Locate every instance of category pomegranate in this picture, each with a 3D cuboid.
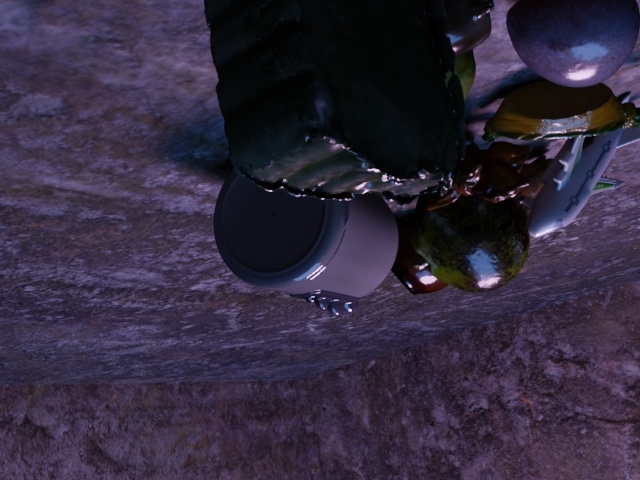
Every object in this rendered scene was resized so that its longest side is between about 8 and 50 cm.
[{"bbox_3d":[0.278,-0.049,1.427,0.204,0.277,0.222,21,170,29],"label":"pomegranate"}]

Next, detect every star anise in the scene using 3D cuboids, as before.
[{"bbox_3d":[0.216,-0.107,1.229,0.196,0.111,0.212,-2,176,14],"label":"star anise"}]

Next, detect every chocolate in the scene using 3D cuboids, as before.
[{"bbox_3d":[0.214,0.022,1.657,0.176,0.177,0.177,-10,163,-3],"label":"chocolate"}]

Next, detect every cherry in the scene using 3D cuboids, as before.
[{"bbox_3d":[0.286,-0.248,0.887,0.148,0.115,0.188,28,153,4],"label":"cherry"}]

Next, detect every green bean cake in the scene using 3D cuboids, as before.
[{"bbox_3d":[0.016,-0.158,0.733,0.132,0.255,0.241,-20,166,35],"label":"green bean cake"}]

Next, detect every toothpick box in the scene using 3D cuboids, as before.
[{"bbox_3d":[0.000,0.000,1.277,0.229,0.229,0.316,-18,163,22],"label":"toothpick box"}]

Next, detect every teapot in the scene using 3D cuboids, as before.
[{"bbox_3d":[0.149,-0.238,0.872,0.068,0.076,0.121,-20,-169,-1],"label":"teapot"}]

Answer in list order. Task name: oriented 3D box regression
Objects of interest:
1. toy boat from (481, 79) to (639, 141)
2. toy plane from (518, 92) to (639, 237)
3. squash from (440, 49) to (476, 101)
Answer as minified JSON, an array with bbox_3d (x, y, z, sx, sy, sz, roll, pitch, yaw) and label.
[{"bbox_3d":[0.340,-0.175,1.152,0.229,0.089,0.088,-5,152,11],"label":"toy boat"},{"bbox_3d":[0.407,-0.113,1.301,0.255,0.101,0.251,-49,145,3],"label":"toy plane"},{"bbox_3d":[0.097,-0.179,0.965,0.186,0.123,0.123,-23,160,25],"label":"squash"}]
